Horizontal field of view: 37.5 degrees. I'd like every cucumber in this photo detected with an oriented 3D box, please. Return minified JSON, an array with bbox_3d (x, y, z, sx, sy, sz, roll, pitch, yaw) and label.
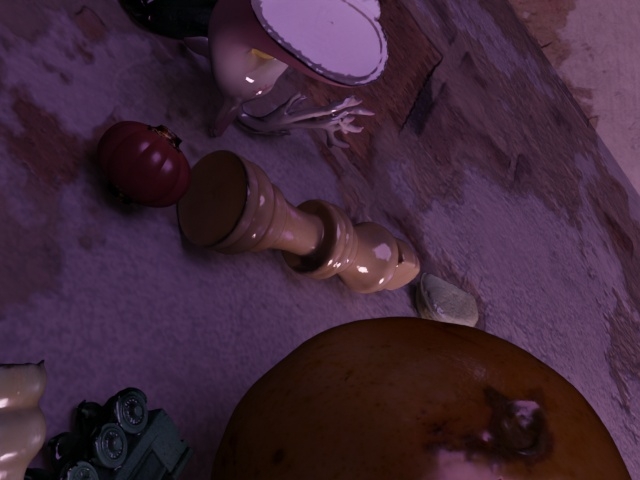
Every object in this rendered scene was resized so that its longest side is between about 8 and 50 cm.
[{"bbox_3d":[-0.169,-0.327,1.269,0.115,0.063,0.244,60,34,-1],"label":"cucumber"}]

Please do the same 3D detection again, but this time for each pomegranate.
[{"bbox_3d":[0.087,0.283,0.878,0.416,0.416,0.417,34,41,-36],"label":"pomegranate"}]

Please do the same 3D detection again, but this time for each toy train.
[{"bbox_3d":[-0.185,0.206,0.824,0.111,0.071,0.170,58,32,-19],"label":"toy train"}]

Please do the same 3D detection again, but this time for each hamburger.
[{"bbox_3d":[0.188,0.108,1.439,0.121,0.054,0.084,34,45,-31],"label":"hamburger"}]

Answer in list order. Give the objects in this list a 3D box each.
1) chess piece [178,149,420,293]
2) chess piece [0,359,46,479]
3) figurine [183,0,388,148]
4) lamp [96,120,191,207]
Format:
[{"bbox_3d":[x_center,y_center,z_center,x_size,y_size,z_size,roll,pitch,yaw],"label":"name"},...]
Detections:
[{"bbox_3d":[0.000,0.000,1.206,0.397,0.117,0.117,21,49,-47],"label":"chess piece"},{"bbox_3d":[-0.251,0.210,0.653,0.133,0.133,0.243,2,80,-54],"label":"chess piece"},{"bbox_3d":[-0.030,-0.226,1.212,0.284,0.315,0.206,-10,90,-31],"label":"figurine"},{"bbox_3d":[-0.189,-0.082,1.015,0.107,0.092,0.107,41,3,-2],"label":"lamp"}]
